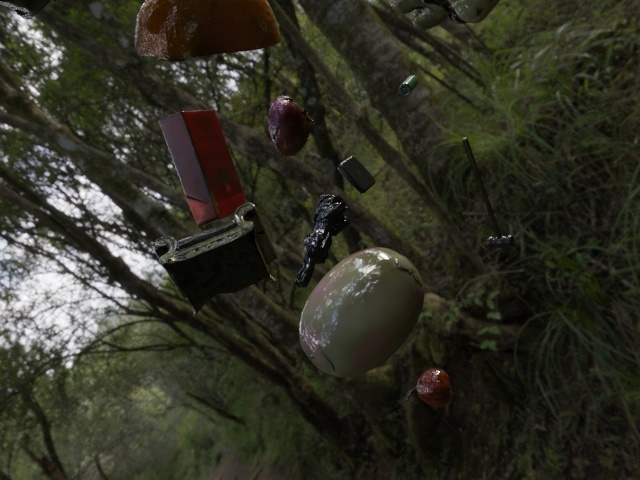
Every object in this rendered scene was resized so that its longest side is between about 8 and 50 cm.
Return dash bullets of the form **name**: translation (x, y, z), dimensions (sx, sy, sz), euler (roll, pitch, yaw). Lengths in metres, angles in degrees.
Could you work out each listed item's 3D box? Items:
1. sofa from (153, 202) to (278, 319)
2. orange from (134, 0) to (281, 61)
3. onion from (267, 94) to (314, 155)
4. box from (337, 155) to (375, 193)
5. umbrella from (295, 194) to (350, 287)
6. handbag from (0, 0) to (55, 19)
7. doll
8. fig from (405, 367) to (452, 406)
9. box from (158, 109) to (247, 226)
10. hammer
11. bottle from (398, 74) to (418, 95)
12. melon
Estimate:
- **sofa**: translation (-0.246, 0.031, 1.231), dimensions (0.258, 0.182, 0.200), euler (-23, -48, -4)
- **orange**: translation (-0.270, -0.495, 1.195), dimensions (0.310, 0.274, 0.274), euler (-36, -6, 3)
- **onion**: translation (-0.101, -0.433, 1.934), dimensions (0.230, 0.163, 0.230), euler (-4, -90, -65)
- **box**: translation (0.118, -0.217, 1.707), dimensions (0.027, 0.126, 0.125), euler (-42, 0, 34)
- **umbrella**: translation (0.000, 0.000, 1.518), dimensions (0.118, 0.118, 0.340), euler (-60, 5, 51)
- **handbag**: translation (-0.520, -0.523, 0.959), dimensions (0.254, 0.088, 0.211), euler (-46, 11, 7)
- **doll**: translation (0.266, -0.510, 1.082), dimensions (0.175, 0.149, 0.278), euler (-10, 5, -28)
- **fig**: translation (0.365, 0.480, 1.679), dimensions (0.128, 0.128, 0.150), euler (-47, 9, -38)
- **box**: translation (-0.334, -0.216, 1.503), dimensions (0.089, 0.313, 0.197), euler (-15, 10, 18)
- **hammer**: translation (0.351, -0.095, 1.108), dimensions (0.058, 0.292, 0.029), euler (-6, 37, 36)
- **bottle**: translation (0.210, -0.368, 1.219), dimensions (0.030, 0.030, 0.083), euler (-57, -3, 40)
- **melon**: translation (0.093, 0.150, 1.123), dimensions (0.317, 0.223, 0.223), euler (-41, -11, -23)
